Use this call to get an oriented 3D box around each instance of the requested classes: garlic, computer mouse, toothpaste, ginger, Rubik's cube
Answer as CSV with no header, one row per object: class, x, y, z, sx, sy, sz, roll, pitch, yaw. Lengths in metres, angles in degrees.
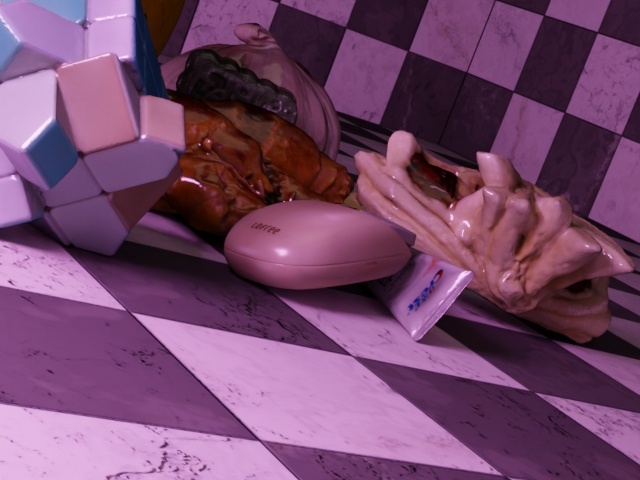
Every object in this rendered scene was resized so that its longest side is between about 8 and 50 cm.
garlic,-0.118,-0.199,2.161,0.322,0.241,0.322,36,-5,4
computer mouse,0.000,0.000,1.541,0.145,0.082,0.236,15,16,41
toothpaste,0.087,0.038,1.654,0.066,0.100,0.323,44,-3,-23
ginger,-0.108,-0.088,1.708,0.274,0.152,0.357,28,14,36
Rubik's cube,-0.238,-0.117,1.304,0.224,0.265,0.213,-9,51,4

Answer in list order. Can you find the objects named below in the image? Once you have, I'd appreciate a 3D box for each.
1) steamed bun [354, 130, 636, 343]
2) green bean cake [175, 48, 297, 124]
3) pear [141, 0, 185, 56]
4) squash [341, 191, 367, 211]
steamed bun,0.255,-0.005,1.776,0.428,0.189,0.247,32,22,-18
green bean cake,-0.136,-0.157,1.904,0.173,0.181,0.094,29,5,-13
pear,-0.264,-0.298,1.503,0.191,0.386,0.340,11,-34,40
squash,0.108,0.011,2.029,0.237,0.155,0.204,10,-22,-44
